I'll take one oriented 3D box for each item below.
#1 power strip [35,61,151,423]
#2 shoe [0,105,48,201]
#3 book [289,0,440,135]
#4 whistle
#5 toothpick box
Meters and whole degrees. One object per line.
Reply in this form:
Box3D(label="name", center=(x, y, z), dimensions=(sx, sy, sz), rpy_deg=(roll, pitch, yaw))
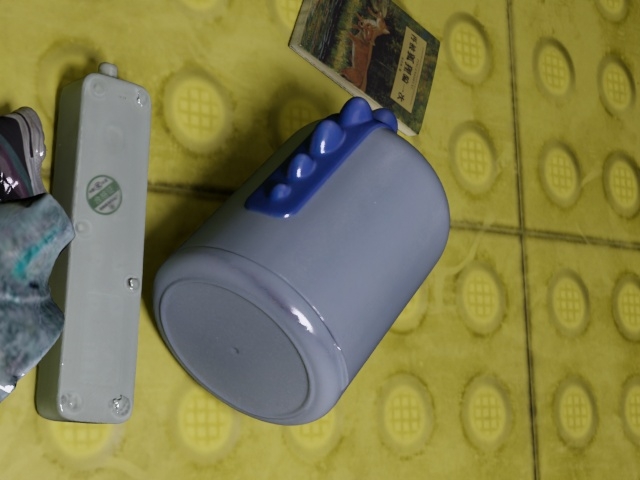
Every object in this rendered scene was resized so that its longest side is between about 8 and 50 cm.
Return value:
Box3D(label="power strip", center=(-0.236, -0.002, 1.392), dimensions=(0.091, 0.062, 0.385), rpy_deg=(12, 75, -40))
Box3D(label="shoe", center=(-0.325, -0.054, 1.319), dimensions=(0.099, 0.071, 0.169), rpy_deg=(2, 77, -39))
Box3D(label="book", center=(0.065, -0.257, 1.740), dimensions=(0.228, 0.024, 0.160), rpy_deg=(33, 59, -33))
Box3D(label="whistle", center=(-0.390, 0.101, 1.146), dimensions=(0.405, 0.188, 0.168), rpy_deg=(-47, 114, -37))
Box3D(label="toothpick box", center=(0.000, 0.000, 1.483), dimensions=(0.263, 0.263, 0.354), rpy_deg=(57, 49, -19))
